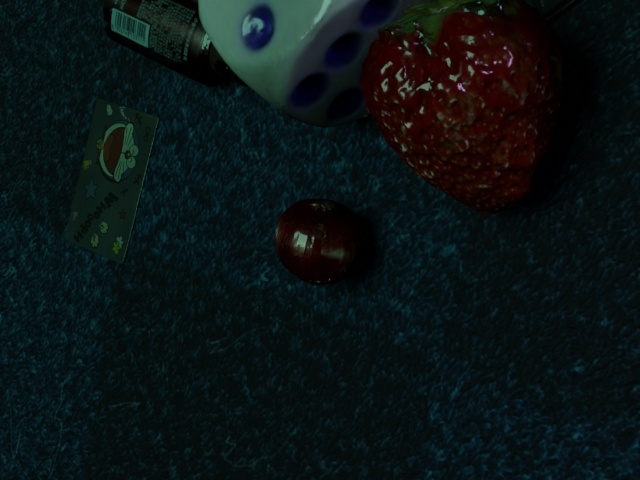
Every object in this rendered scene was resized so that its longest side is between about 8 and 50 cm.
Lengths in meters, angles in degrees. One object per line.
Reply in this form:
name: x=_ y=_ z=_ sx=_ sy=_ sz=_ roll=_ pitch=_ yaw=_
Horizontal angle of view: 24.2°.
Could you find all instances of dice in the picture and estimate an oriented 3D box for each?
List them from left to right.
dice: x=0.001 y=-0.325 z=1.980 sx=0.259 sy=0.243 sz=0.251 roll=-47 pitch=56 yaw=25

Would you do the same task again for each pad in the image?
pad: x=-0.341 y=-0.098 z=2.429 sx=0.170 sy=0.006 sz=0.246 roll=21 pitch=99 yaw=42

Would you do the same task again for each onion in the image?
onion: x=0.000 y=0.000 z=2.015 sx=0.131 sy=0.131 sz=0.131 roll=-6 pitch=81 yaw=42

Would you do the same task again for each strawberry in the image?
strawberry: x=0.181 y=-0.162 z=1.804 sx=0.257 sy=0.257 sz=0.277 roll=-4 pitch=113 yaw=43

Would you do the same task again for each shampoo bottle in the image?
shampoo bottle: x=-0.205 y=-0.318 z=2.276 sx=0.323 sy=0.084 sz=0.129 roll=28 pitch=106 yaw=40

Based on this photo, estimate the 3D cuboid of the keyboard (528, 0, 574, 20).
keyboard: x=0.271 y=-0.390 z=1.878 sx=0.093 sy=0.025 sz=0.230 roll=-36 pitch=62 yaw=36
